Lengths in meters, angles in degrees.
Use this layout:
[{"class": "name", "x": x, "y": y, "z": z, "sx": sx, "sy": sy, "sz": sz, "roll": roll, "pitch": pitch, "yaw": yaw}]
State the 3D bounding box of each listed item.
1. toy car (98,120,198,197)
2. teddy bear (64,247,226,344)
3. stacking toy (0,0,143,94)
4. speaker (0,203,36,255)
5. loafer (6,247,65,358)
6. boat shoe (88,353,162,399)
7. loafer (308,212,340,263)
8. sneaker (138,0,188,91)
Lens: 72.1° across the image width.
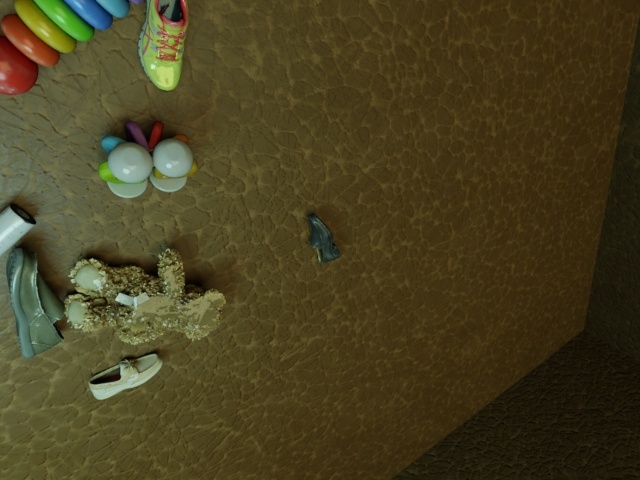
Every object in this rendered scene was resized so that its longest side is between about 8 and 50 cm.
[{"class": "toy car", "x": -0.339, "y": -0.168, "z": 0.857, "sx": 0.182, "sy": 0.159, "sz": 0.136, "roll": -13, "pitch": 85, "yaw": -27}, {"class": "teddy bear", "x": -0.393, "y": 0.132, "z": 0.999, "sx": 0.338, "sy": 0.113, "sz": 0.245, "roll": -5, "pitch": 109, "yaw": -23}, {"class": "stacking toy", "x": -0.416, "y": -0.361, "z": 0.704, "sx": 0.330, "sy": 0.141, "sz": 0.141, "roll": -41, "pitch": 130, "yaw": 5}, {"class": "speaker", "x": -0.600, "y": -0.001, "z": 0.812, "sx": 0.136, "sy": 0.055, "sz": 0.055, "roll": -45, "pitch": 129, "yaw": -5}, {"class": "loafer", "x": -0.567, "y": 0.122, "z": 0.883, "sx": 0.087, "sy": 0.094, "sz": 0.251, "roll": -10, "pitch": 128, "yaw": -35}, {"class": "boat shoe", "x": -0.468, "y": 0.319, "z": 1.057, "sx": 0.170, "sy": 0.063, "sz": 0.059, "roll": -27, "pitch": 131, "yaw": -19}, {"class": "loafer", "x": 0.000, "y": 0.000, "z": 1.203, "sx": 0.061, "sy": 0.062, "sz": 0.170, "roll": -34, "pitch": 126, "yaw": -9}, {"class": "sneaker", "x": -0.282, "y": -0.378, "z": 0.802, "sx": 0.081, "sy": 0.094, "sz": 0.208, "roll": -8, "pitch": 119, "yaw": -32}]
